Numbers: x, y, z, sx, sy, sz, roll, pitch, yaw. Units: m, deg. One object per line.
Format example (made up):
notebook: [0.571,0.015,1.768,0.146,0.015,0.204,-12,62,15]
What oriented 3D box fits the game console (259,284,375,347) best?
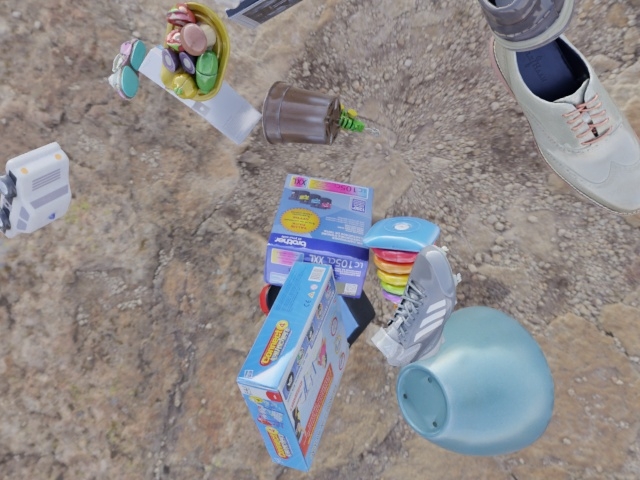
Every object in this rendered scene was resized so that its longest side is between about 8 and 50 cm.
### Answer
game console: [0.004,0.210,1.746,0.060,0.386,0.342,-26,101,46]

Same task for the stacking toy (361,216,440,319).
stacking toy: [0.212,0.102,1.405,0.175,0.166,0.302,5,114,23]

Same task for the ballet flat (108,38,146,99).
ballet flat: [-0.533,-0.460,1.487,0.079,0.077,0.222,-9,58,16]

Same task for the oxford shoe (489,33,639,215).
oxford shoe: [0.410,-0.195,0.888,0.140,0.146,0.397,-40,91,19]

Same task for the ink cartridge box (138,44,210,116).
ink cartridge box: [-0.331,-0.382,1.309,0.181,0.104,0.061,35,109,-18]

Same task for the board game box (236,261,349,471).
board game box: [-0.039,0.258,1.134,0.086,0.308,0.302,6,134,20]

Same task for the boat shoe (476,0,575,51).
boat shoe: [0.225,-0.414,0.656,0.132,0.130,0.356,-16,80,33]

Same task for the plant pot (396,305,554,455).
plant pot: [0.262,0.284,1.048,0.195,0.290,0.290,-5,101,-37]

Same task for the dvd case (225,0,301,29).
dvd case: [-0.089,-0.569,1.265,0.238,0.179,0.030,-23,99,15]

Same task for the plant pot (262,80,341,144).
plant pot: [-0.041,-0.321,1.417,0.165,0.167,0.167,11,100,17]

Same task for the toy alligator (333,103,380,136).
toy alligator: [0.080,-0.320,1.490,0.189,0.051,0.056,25,130,-11]

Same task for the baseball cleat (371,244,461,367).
baseball cleat: [0.123,0.102,0.725,0.109,0.072,0.206,-21,131,-19]

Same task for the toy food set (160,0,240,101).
toy food set: [-0.228,-0.332,0.941,0.128,0.071,0.218,29,129,6]

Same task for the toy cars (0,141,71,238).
toy cars: [-0.503,0.014,0.841,0.393,0.176,0.087,-42,89,5]

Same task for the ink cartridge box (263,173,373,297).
ink cartridge box: [0.000,0.000,1.508,0.269,0.396,0.151,9,132,0]

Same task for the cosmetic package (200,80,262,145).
cosmetic package: [-0.285,-0.379,1.523,0.117,0.085,0.231,-52,135,0]
